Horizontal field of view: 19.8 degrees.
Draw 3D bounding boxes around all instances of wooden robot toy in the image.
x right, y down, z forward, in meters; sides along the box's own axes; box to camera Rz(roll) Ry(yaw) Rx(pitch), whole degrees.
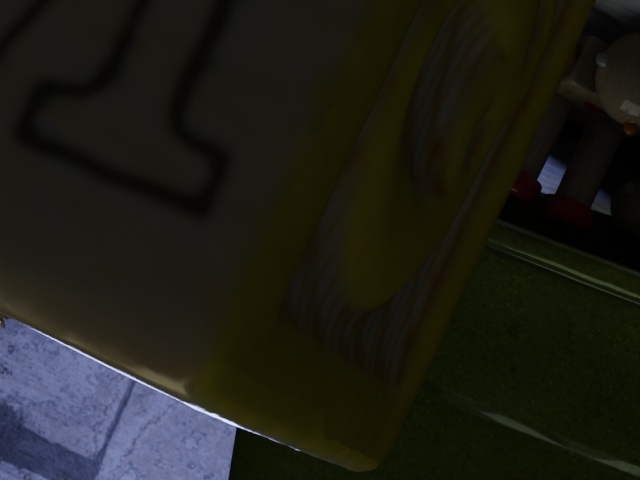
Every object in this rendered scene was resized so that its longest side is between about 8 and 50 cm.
[{"bbox_3d":[0.115,-0.043,0.678,0.173,0.076,0.079,27,164,-17],"label":"wooden robot toy"}]

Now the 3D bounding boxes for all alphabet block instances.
[{"bbox_3d":[-0.049,-0.071,0.478,0.197,0.193,0.192,24,176,18],"label":"alphabet block"}]

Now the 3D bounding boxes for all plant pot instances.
[{"bbox_3d":[0.100,0.169,0.858,0.366,0.353,0.366,19,-173,-2],"label":"plant pot"}]

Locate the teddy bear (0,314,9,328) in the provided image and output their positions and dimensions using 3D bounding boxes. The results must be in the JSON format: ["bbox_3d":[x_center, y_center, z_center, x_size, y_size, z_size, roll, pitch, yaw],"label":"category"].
[{"bbox_3d":[-0.329,-0.034,1.475,0.245,0.113,0.338,65,173,-8],"label":"teddy bear"}]
